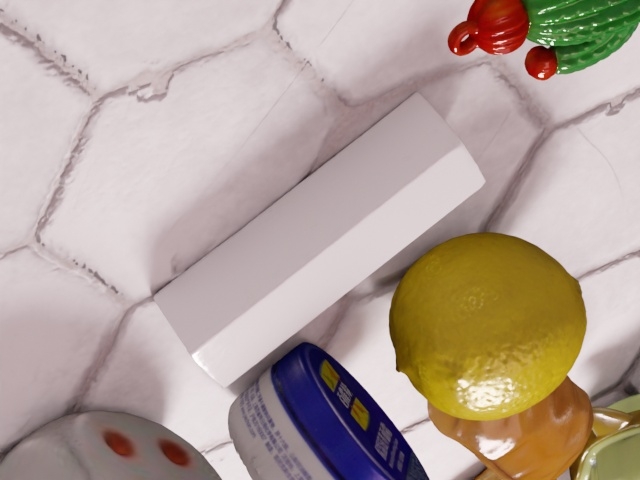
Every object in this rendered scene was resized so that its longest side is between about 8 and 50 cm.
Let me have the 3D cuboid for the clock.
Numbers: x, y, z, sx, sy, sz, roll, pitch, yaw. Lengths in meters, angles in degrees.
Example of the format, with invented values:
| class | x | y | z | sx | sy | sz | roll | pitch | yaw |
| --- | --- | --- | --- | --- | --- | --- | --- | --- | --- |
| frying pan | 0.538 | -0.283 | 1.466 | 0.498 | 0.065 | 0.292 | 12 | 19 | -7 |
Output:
| class | x | y | z | sx | sy | sz | roll | pitch | yaw |
| --- | --- | --- | --- | --- | --- | --- | --- | --- | --- |
| clock | 0.439 | 0.280 | 2.088 | 0.286 | 0.117 | 0.348 | -13 | 144 | 24 |

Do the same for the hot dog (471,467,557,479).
| class | x | y | z | sx | sy | sz | roll | pitch | yaw |
| --- | --- | --- | --- | --- | --- | --- | --- | --- | --- |
| hot dog | 0.166 | 0.340 | 2.063 | 0.249 | 0.068 | 0.100 | -38 | 144 | 0 |

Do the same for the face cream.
| class | x | y | z | sx | sy | sz | roll | pitch | yaw |
| --- | --- | --- | --- | --- | --- | --- | --- | --- | --- |
| face cream | 0.008 | 0.207 | 1.674 | 0.111 | 0.206 | 0.206 | -39 | 144 | 7 |

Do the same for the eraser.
| class | x | y | z | sx | sy | sz | roll | pitch | yaw |
| --- | --- | --- | --- | --- | --- | --- | --- | --- | --- |
| eraser | 0.000 | 0.000 | 1.555 | 0.298 | 0.078 | 0.076 | -38 | 143 | -1 |

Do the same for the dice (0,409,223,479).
| class | x | y | z | sx | sy | sz | roll | pitch | yaw |
| --- | --- | --- | --- | --- | --- | --- | --- | --- | --- |
| dice | -0.193 | 0.281 | 1.599 | 0.193 | 0.192 | 0.194 | 13 | 121 | -48 |

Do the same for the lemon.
| class | x | y | z | sx | sy | sz | roll | pitch | yaw |
| --- | --- | --- | --- | --- | --- | --- | --- | --- | --- |
| lemon | 0.162 | 0.079 | 1.691 | 0.203 | 0.178 | 0.178 | -24 | 141 | -15 |

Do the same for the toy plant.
| class | x | y | z | sx | sy | sz | roll | pitch | yaw |
| --- | --- | --- | --- | --- | --- | --- | --- | --- | --- |
| toy plant | 0.227 | -0.208 | 1.513 | 0.240 | 0.088 | 0.154 | -40 | 144 | 4 |

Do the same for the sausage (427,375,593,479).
| class | x | y | z | sx | sy | sz | roll | pitch | yaw |
| --- | --- | --- | --- | --- | --- | --- | --- | --- | --- |
| sausage | 0.204 | 0.185 | 1.887 | 0.136 | 0.120 | 0.241 | -56 | 142 | 0 |
